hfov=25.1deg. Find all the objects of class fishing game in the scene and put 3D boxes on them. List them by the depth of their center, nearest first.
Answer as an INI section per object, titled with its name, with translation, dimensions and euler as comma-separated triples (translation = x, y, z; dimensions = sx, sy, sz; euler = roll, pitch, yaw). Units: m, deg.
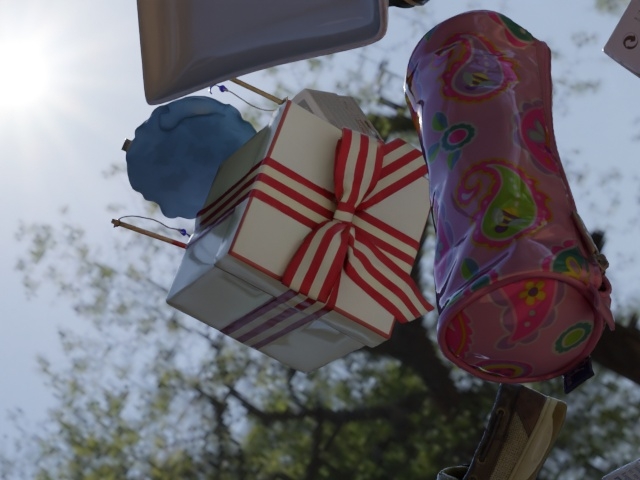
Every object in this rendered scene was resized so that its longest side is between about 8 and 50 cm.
[fishing game]
translation = -0.172, -0.112, 1.919
dimensions = 0.189, 0.041, 0.264
euler = 18, -66, -26

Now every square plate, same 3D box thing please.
[square plate]
translation = -0.062, -0.324, 1.371
dimensions = 0.049, 0.347, 0.344
euler = -1, -95, -44

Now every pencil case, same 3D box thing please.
[pencil case]
translation = 0.129, -0.034, 1.015
dimensions = 0.124, 0.124, 0.284
euler = 90, 176, -47

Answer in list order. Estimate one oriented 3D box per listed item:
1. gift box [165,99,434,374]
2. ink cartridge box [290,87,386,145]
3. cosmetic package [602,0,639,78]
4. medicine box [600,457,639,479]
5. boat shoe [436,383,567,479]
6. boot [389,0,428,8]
[gift box]
translation = 0.000, 0.000, 1.779
dimensions = 0.276, 0.258, 0.255
euler = 23, -116, -18
[ink cartridge box]
translation = 0.046, -0.158, 2.343
dimensions = 0.056, 0.181, 0.224
euler = -37, -11, 17
[cosmetic package]
translation = 0.416, -0.279, 1.204
dimensions = 0.197, 0.155, 0.366
euler = -8, -48, -52
[medicine box]
translation = 0.368, 0.298, 1.263
dimensions = 0.289, 0.149, 0.264
euler = -18, -49, -32
[boat shoe]
translation = 0.137, 0.222, 1.267
dimensions = 0.224, 0.073, 0.080
euler = -62, -11, 15
[boot]
translation = 0.032, -0.238, 1.447
dimensions = 0.137, 0.198, 0.077
euler = -35, -75, 8
